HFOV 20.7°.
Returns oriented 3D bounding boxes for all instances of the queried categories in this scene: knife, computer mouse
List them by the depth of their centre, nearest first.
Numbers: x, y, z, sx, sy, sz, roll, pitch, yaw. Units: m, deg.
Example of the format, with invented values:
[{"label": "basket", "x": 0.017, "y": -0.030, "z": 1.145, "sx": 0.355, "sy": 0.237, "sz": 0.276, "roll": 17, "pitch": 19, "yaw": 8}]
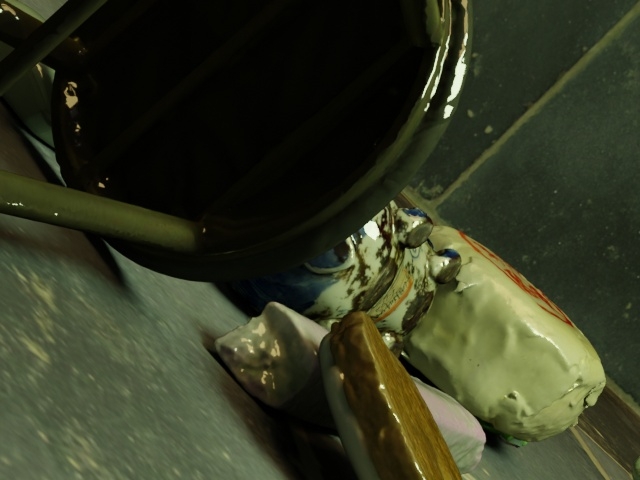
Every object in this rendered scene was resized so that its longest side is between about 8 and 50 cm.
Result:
[{"label": "computer mouse", "x": -0.207, "y": -0.125, "z": 1.266, "sx": 0.182, "sy": 0.056, "sz": 0.089, "roll": 49, "pitch": 13, "yaw": 24}, {"label": "knife", "x": 0.167, "y": 0.180, "z": 1.788, "sx": 0.054, "sy": 0.015, "sz": 0.212, "roll": 48, "pitch": 8, "yaw": 22}]

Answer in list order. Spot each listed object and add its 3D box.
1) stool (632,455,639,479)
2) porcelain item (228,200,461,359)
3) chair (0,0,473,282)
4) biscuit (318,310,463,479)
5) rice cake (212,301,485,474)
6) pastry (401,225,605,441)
[{"label": "stool", "x": 0.358, "y": 0.296, "z": 1.448, "sx": 0.195, "sy": 0.195, "sz": 0.199, "roll": -5, "pitch": -36, "yaw": 34}, {"label": "porcelain item", "x": 0.000, "y": 0.000, "z": 1.428, "sx": 0.186, "sy": 0.138, "sz": 0.288, "roll": 37, "pitch": 3, "yaw": 19}, {"label": "chair", "x": -0.121, "y": -0.190, "z": 0.994, "sx": 0.362, "sy": 0.364, "sz": 0.410, "roll": 50, "pitch": 5, "yaw": 34}, {"label": "biscuit", "x": 0.056, "y": 0.150, "z": 1.136, "sx": 0.208, "sy": 0.049, "sz": 0.181, "roll": 56, "pitch": 11, "yaw": -56}, {"label": "rice cake", "x": 0.034, "y": 0.113, "z": 1.288, "sx": 0.073, "sy": 0.056, "sz": 0.365, "roll": 47, "pitch": 7, "yaw": 30}, {"label": "pastry", "x": 0.165, "y": 0.095, "z": 1.739, "sx": 0.265, "sy": 0.133, "sz": 0.265, "roll": 41, "pitch": 6, "yaw": -6}]
